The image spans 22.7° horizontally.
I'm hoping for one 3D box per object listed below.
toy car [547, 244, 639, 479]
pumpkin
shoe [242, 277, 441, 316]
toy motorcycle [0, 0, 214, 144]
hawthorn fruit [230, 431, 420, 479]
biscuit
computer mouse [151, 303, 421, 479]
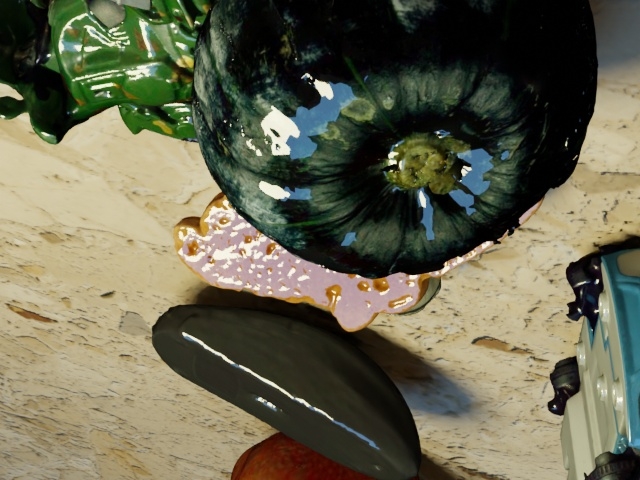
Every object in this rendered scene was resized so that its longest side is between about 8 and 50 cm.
[{"bbox_3d":[0.256,0.132,1.168,0.166,0.198,0.314,-4,147,0],"label":"toy car"},{"bbox_3d":[0.044,-0.088,0.896,0.233,0.163,0.233,-9,137,-8],"label":"pumpkin"},{"bbox_3d":[-0.002,-0.001,1.223,0.194,0.074,0.077,11,139,12],"label":"shoe"},{"bbox_3d":[-0.125,-0.148,0.993,0.187,0.124,0.274,12,150,-4],"label":"toy motorcycle"},{"bbox_3d":[0.028,0.283,1.585,0.248,0.208,0.208,-6,150,-2],"label":"hawthorn fruit"},{"bbox_3d":[0.024,-0.020,1.142,0.280,0.043,0.183,-12,118,18],"label":"biscuit"},{"bbox_3d":[-0.020,0.118,1.416,0.270,0.086,0.137,27,158,6],"label":"computer mouse"}]
